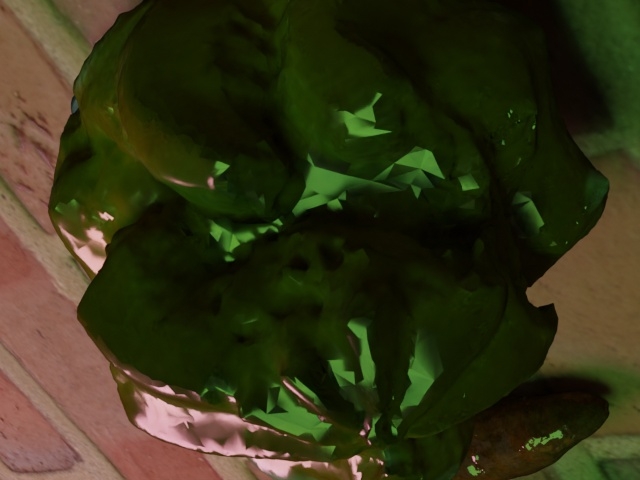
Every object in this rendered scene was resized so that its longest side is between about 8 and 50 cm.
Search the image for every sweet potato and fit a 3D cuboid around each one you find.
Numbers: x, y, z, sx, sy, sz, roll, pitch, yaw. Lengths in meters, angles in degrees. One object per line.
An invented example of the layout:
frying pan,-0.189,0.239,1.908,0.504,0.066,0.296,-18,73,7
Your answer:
sweet potato,0.126,0.179,1.066,0.292,0.097,0.097,-10,126,27

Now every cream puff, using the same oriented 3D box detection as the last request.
cream puff,0.000,0.000,0.735,0.378,0.275,0.378,2,111,5

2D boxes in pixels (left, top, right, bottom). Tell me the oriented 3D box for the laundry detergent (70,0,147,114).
laundry detergent,-0.047,-0.063,0.910,0.290,0.094,0.143,37,131,-7
